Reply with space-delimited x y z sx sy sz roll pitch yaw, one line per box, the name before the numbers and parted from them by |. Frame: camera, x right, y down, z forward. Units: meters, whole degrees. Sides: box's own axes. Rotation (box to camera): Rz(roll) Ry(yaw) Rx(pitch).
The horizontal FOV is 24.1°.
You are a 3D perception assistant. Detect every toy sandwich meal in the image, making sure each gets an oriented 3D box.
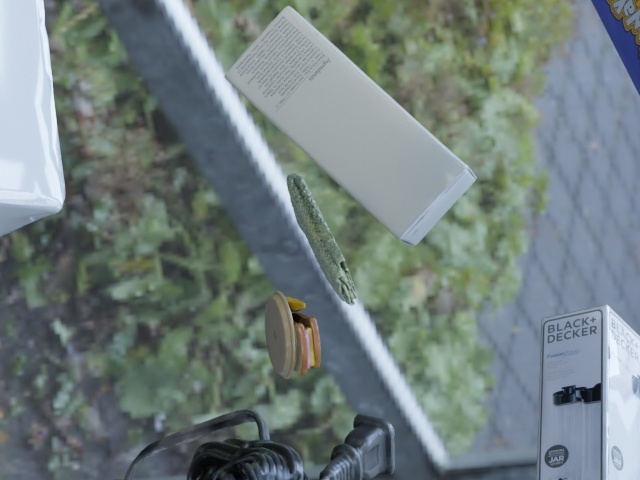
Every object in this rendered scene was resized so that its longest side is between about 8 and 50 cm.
toy sandwich meal | -0.025 0.082 1.304 0.085 0.029 0.085 174 -90 -73

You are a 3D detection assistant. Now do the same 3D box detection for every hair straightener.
hair straightener | -0.016 0.086 0.433 0.089 0.230 0.047 -23 97 -23

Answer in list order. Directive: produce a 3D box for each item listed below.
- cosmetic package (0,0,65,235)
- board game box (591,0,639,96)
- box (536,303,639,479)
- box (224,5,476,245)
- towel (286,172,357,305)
cosmetic package | -0.255 -0.053 0.551 0.224 0.225 0.138 8 68 -46
board game box | 0.316 -0.173 1.076 0.233 0.078 0.347 -2 57 -27
box | 0.322 0.238 1.697 0.169 0.087 0.290 40 45 -40
box | 0.033 -0.125 1.643 0.275 0.113 0.094 45 5 12
towel | 0.000 0.000 1.729 0.110 0.027 0.148 71 -7 -63
